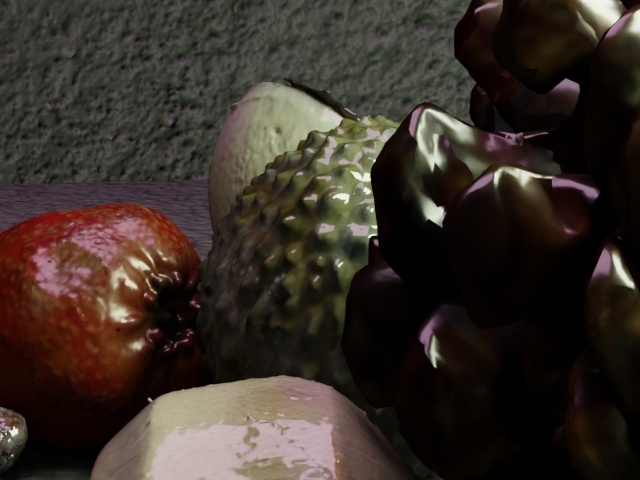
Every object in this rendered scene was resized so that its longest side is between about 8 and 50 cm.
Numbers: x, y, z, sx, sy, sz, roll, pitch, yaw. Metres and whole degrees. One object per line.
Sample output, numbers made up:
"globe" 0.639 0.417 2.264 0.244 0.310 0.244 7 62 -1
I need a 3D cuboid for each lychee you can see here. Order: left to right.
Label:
"lychee" 0.035 0.044 0.938 0.255 0.274 0.255 15 22 -7

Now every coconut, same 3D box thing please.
"coconut" -0.024 0.145 0.608 0.162 0.161 0.161 0 9 -2

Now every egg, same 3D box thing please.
"egg" 0.000 0.000 1.331 0.201 0.337 0.337 -50 24 -12

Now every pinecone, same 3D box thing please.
"pinecone" 0.198 0.018 0.625 0.397 0.398 0.398 -2 9 0

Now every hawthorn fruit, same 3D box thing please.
"hawthorn fruit" -0.198 0.071 1.040 0.253 0.205 0.205 -7 3 42

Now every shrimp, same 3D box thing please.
"shrimp" -0.284 0.145 0.974 0.190 0.075 0.073 -7 34 48
